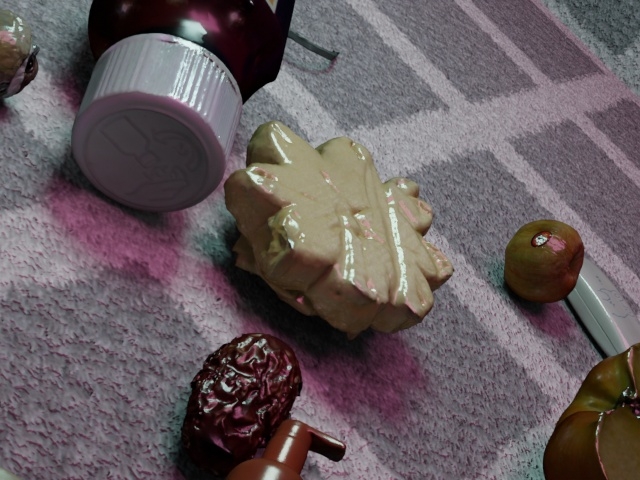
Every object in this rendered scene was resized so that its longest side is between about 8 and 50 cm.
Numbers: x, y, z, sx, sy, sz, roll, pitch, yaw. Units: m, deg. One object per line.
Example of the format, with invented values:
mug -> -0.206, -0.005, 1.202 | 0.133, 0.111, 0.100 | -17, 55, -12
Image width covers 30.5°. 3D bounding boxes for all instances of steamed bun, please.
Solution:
steamed bun -> 0.000, 0.000, 1.358 | 0.292, 0.137, 0.295 | 46, 36, 1

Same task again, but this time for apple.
apple -> 0.328, 0.031, 1.728 | 0.102, 0.126, 0.126 | 12, 14, 30
apple -> 0.436, 0.291, 1.335 | 0.365, 0.295, 0.329 | 39, 2, 1

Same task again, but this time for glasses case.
glasses case -> 0.441, 0.113, 1.810 | 0.092, 0.059, 0.233 | 14, 40, -43

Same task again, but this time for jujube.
jujube -> -0.078, 0.147, 1.093 | 0.104, 0.104, 0.166 | 42, 30, 2

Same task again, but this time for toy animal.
toy animal -> -0.364, -0.186, 1.243 | 0.098, 0.137, 0.098 | 60, -8, 14

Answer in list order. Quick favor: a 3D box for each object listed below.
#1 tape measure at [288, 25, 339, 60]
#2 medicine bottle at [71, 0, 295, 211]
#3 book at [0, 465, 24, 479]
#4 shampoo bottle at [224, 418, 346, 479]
tape measure -> -0.068, -0.355, 1.819 | 0.330, 0.084, 0.164 | -6, 58, -52
medicine bottle -> -0.156, -0.219, 1.358 | 0.242, 0.242, 0.395 | 30, 35, -20
book -> -0.247, 0.230, 0.849 | 0.232, 0.022, 0.162 | 36, 29, -12
shampoo bottle -> -0.054, 0.239, 0.974 | 0.085, 0.085, 0.244 | 38, 38, -6
